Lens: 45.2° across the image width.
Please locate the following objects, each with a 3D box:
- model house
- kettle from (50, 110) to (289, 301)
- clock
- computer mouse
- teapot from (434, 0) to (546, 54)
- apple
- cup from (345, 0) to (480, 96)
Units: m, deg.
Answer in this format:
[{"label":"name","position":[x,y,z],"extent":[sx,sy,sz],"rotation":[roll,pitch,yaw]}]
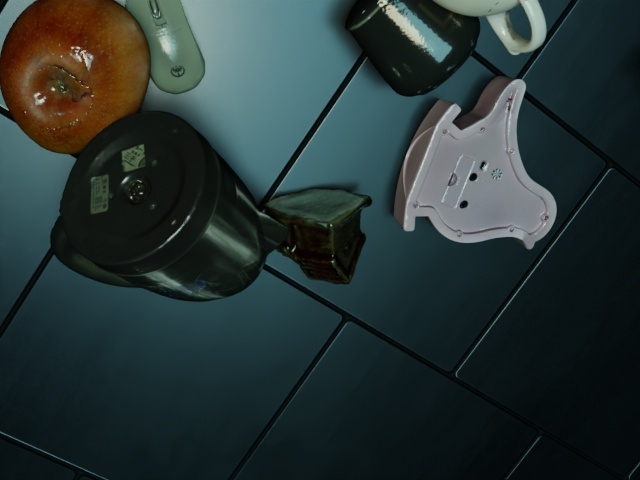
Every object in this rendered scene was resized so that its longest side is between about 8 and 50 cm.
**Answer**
[{"label":"model house","position":[-0.007,-0.001,1.303],"extent":[0.165,0.106,0.152],"rotation":[10,123,22]},{"label":"kettle","position":[-0.234,-0.003,1.164],"extent":[0.321,0.228,0.324],"rotation":[-20,153,14]},{"label":"clock","position":[0.290,-0.136,1.321],"extent":[0.275,0.080,0.290],"rotation":[13,106,-16]},{"label":"computer mouse","position":[-0.235,-0.310,1.168],"extent":[0.089,0.056,0.181],"rotation":[-22,110,-9]},{"label":"teapot","position":[0.226,-0.399,1.090],"extent":[0.208,0.166,0.299],"rotation":[-31,94,-23]},{"label":"apple","position":[-0.352,-0.235,1.097],"extent":[0.210,0.173,0.235],"rotation":[5,112,-4]},{"label":"cup","position":[0.155,-0.347,1.188],"extent":[0.176,0.169,0.223],"rotation":[41,81,-13]}]
